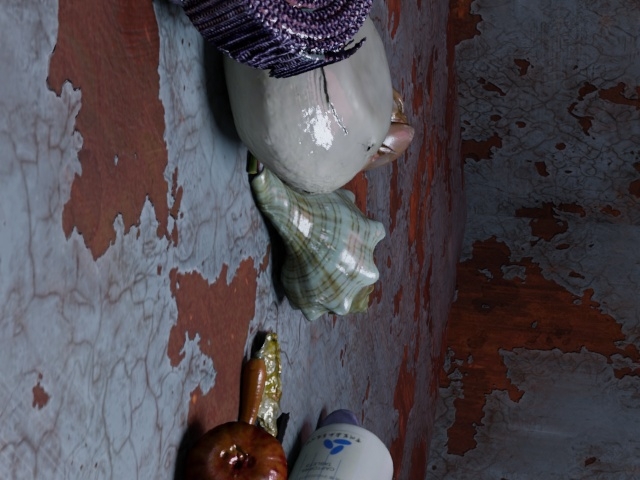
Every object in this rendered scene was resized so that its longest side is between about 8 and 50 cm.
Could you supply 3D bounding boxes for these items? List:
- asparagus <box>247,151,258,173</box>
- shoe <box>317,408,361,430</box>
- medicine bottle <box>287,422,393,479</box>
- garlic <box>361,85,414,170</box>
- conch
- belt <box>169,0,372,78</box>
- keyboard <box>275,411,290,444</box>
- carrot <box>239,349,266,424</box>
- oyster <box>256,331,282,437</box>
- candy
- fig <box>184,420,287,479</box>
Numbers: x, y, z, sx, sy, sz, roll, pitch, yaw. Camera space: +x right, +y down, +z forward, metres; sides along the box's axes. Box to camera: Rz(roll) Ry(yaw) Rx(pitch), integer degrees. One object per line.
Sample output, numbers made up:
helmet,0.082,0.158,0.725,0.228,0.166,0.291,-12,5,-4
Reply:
asparagus,-0.088,-0.155,1.513,0.018,0.015,0.127,52,44,-83
shoe,0.035,0.441,2.058,0.137,0.095,0.245,35,64,-78
medicine bottle,0.015,0.446,1.798,0.293,0.170,0.170,-62,153,-60
garlic,0.046,-0.185,1.776,0.214,0.191,0.160,-26,95,-61
conch,0.014,0.000,1.666,0.386,0.169,0.203,77,14,-51
belt,-0.050,-0.350,1.203,0.260,0.122,0.325,12,74,-42
keyboard,-0.092,0.368,1.590,0.087,0.017,0.250,-54,-165,47
carrot,-0.099,0.227,1.559,0.035,0.035,0.142,14,85,-76
oyster,-0.081,0.203,1.621,0.146,0.045,0.121,-68,149,-44
candy,-0.027,-0.202,1.402,0.295,0.185,0.295,19,68,-56
fig,-0.116,0.296,1.364,0.128,0.150,0.128,33,35,-27
